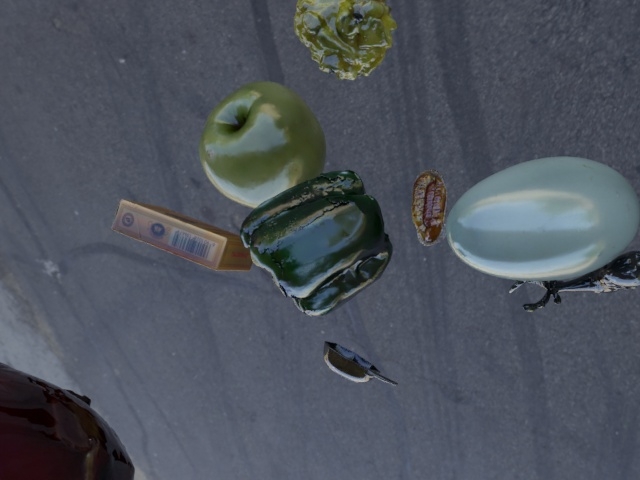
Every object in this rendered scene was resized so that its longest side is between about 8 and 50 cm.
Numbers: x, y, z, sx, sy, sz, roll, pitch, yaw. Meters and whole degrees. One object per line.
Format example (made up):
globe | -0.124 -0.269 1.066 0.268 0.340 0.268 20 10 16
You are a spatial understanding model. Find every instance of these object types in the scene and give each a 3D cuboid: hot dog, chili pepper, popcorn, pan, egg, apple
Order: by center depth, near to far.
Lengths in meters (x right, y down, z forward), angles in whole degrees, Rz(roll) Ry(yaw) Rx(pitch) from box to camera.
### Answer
egg | 0.412 -0.037 1.103 0.370 0.230 0.230 -8 135 -13
chili pepper | 0.000 0.000 1.128 0.233 0.256 0.248 58 180 28
popcorn | 0.053 -0.446 1.223 0.189 0.169 0.218 -35 109 25
pan | 0.068 0.270 1.243 0.128 0.048 0.202 26 178 -11
hot dog | 0.258 -0.078 1.397 0.053 0.192 0.099 15 158 -33
apple | -0.153 -0.252 1.663 0.357 0.357 0.357 21 136 22

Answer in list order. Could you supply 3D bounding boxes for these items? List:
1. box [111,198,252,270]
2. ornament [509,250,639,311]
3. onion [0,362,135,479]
box | -0.298 -0.010 1.326 0.274 0.174 0.076 19 91 16
ornament | 0.515 0.089 1.205 0.236 0.080 0.202 -11 169 3
onion | -0.374 0.288 0.459 0.398 0.420 0.398 13 152 7
